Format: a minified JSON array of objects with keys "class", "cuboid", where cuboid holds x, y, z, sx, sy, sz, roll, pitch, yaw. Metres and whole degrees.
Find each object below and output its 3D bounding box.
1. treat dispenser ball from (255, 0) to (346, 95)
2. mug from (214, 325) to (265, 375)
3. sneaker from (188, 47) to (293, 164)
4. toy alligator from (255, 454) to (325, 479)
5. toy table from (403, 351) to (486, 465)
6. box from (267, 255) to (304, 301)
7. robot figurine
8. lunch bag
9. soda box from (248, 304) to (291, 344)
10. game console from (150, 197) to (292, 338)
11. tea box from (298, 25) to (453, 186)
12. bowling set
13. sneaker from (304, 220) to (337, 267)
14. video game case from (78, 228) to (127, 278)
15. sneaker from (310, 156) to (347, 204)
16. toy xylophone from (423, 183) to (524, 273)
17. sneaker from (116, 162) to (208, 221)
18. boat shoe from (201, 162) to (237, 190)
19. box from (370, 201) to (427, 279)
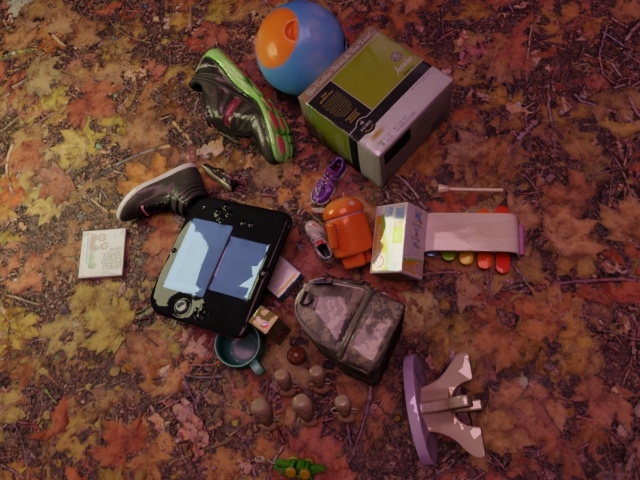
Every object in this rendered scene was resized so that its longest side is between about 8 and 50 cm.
[{"class":"treat dispenser ball","cuboid":[-0.061,-0.602,1.911,0.289,0.288,0.288,-3,70,7]},{"class":"mug","cuboid":[-0.221,0.310,1.704,0.130,0.097,0.157,-8,70,4]},{"class":"sneaker","cuboid":[-0.255,-0.401,1.949,0.202,0.185,0.482,-43,66,11]},{"class":"toy alligator","cuboid":[-0.081,0.605,1.605,0.190,0.056,0.051,4,111,9]},{"class":"toy table","cuboid":[0.315,0.415,1.528,0.161,0.252,0.274,-14,79,20]},{"class":"box","cuboid":[-0.172,0.066,1.804,0.244,0.060,0.100,40,81,19]},{"class":"robot figurine","cuboid":[0.080,-0.031,1.748,0.158,0.128,0.219,-18,91,-16]},{"class":"lunch bag","cuboid":[0.070,0.225,1.584,0.256,0.305,0.212,22,74,14]},{"class":"soda box","cuboid":[-0.137,0.236,1.673,0.061,0.181,0.058,33,78,18]},{"class":"game console","cuboid":[-0.290,0.066,1.745,0.342,0.060,0.386,11,70,29]},{"class":"tea box","cuboid":[0.167,-0.404,1.843,0.323,0.220,0.329,41,80,18]},{"class":"bowling set","cuboid":[-0.039,0.401,1.642,0.287,0.154,0.199,-2,51,9]},{"class":"sneaker","cuboid":[0.000,0.000,1.796,0.057,0.075,0.161,-26,69,-2]},{"class":"video game case","cuboid":[-0.683,0.041,1.907,0.143,0.019,0.157,-4,69,6]},{"class":"sneaker","cuboid":[0.021,-0.188,1.865,0.068,0.071,0.169,26,76,16]},{"class":"toy xylophone","cuboid":[0.431,-0.039,1.747,0.323,0.081,0.236,9,72,11]},{"class":"sneaker","cuboid":[-0.485,-0.115,1.889,0.296,0.104,0.146,-32,64,-9]},{"class":"boat shoe","cuboid":[-0.323,-0.209,1.934,0.133,0.049,0.042,34,73,15]},{"class":"box","cuboid":[0.222,0.006,1.716,0.114,0.103,0.203,-7,70,43]}]
